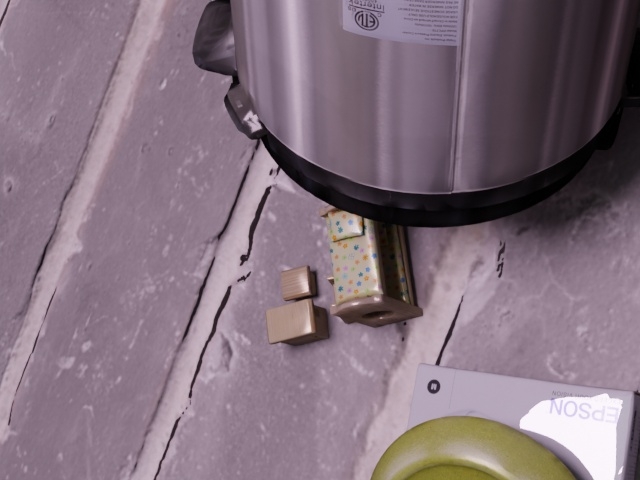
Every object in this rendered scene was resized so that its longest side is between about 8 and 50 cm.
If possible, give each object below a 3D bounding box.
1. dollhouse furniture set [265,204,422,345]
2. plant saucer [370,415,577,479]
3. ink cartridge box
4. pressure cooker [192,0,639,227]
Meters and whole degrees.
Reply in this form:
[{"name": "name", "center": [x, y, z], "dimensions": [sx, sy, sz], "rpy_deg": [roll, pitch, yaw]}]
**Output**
[{"name": "dollhouse furniture set", "center": [0.000, 0.000, 1.345], "dimensions": [0.160, 0.101, 0.182], "rpy_deg": [-16, 71, 27]}, {"name": "plant saucer", "center": [0.136, 0.278, 1.184], "dimensions": [0.240, 0.037, 0.241], "rpy_deg": [8, 106, 31]}, {"name": "ink cartridge box", "center": [0.176, 0.237, 1.217], "dimensions": [0.223, 0.045, 0.224], "rpy_deg": [4, 81, 31]}, {"name": "pressure cooker", "center": [0.093, -0.218, 1.157], "dimensions": [0.375, 0.420, 0.370], "rpy_deg": [-32, 55, -23]}]
